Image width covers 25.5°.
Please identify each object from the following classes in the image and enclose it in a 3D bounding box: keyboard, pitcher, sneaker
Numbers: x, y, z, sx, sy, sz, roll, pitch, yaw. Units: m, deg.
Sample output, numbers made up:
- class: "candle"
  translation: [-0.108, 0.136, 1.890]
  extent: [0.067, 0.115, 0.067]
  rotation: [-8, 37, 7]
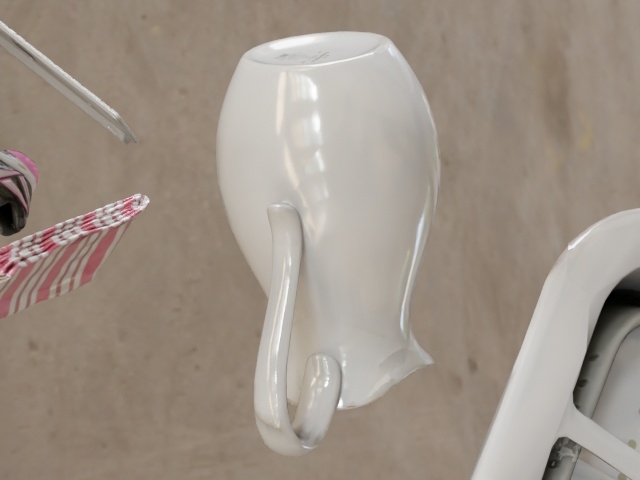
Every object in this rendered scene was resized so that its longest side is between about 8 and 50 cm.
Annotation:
- class: "keyboard"
  translation: [-0.271, -0.174, 1.310]
  extent: [0.014, 0.256, 0.072]
  rotation: [-49, 164, -13]
- class: "pitcher"
  translation: [0.000, 0.000, 0.783]
  extent: [0.178, 0.125, 0.207]
  rotation: [-47, 134, -62]
- class: "sneaker"
  translation: [-0.321, -0.058, 1.288]
  extent: [0.178, 0.072, 0.077]
  rotation: [29, 48, -49]

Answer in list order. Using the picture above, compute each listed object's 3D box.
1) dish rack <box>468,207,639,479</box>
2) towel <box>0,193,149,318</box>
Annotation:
- class: "dish rack"
  translation: [0.158, 0.180, 0.436]
  extent: [0.333, 0.072, 0.285]
  rotation: [31, 62, -12]
- class: "towel"
  translation: [-0.262, 0.029, 1.368]
  extent: [0.197, 0.144, 0.029]
  rotation: [-26, 75, -46]
